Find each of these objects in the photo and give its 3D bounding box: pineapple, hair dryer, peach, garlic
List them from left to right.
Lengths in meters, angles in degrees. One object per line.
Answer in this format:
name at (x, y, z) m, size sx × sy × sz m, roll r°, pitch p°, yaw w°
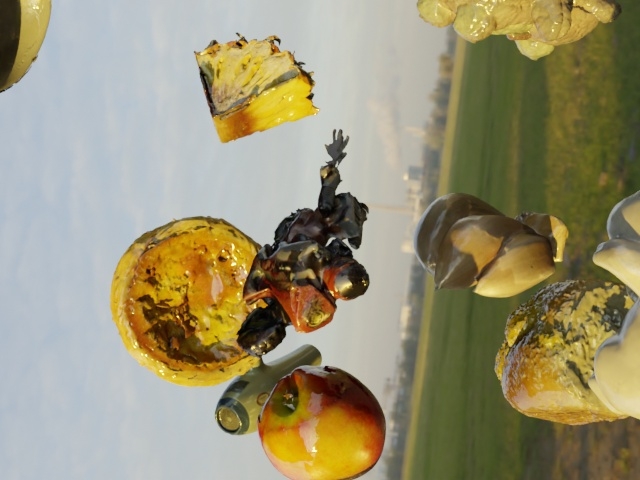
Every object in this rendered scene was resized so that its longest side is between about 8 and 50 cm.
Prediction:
pineapple at (-0.124, -0.256, 1.593) m, size 0.186 × 0.236 × 0.114 m, roll -64°, pitch -26°, yaw -26°
hair dryer at (-0.092, 0.216, 1.819) m, size 0.296 × 0.119 × 0.298 m, roll 5°, pitch -94°, yaw -59°
peach at (0.010, 0.285, 1.425) m, size 0.197 × 0.197 × 0.197 m, roll 7°, pitch -90°, yaw -83°
garlic at (0.318, 0.001, 1.837) m, size 0.325 × 0.279 × 0.132 m, roll -9°, pitch -62°, yaw -36°

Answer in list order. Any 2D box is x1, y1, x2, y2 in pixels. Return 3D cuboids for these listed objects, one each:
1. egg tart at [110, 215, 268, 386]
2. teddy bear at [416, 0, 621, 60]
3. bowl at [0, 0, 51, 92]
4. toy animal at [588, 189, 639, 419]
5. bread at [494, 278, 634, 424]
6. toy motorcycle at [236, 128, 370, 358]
egg tart at (-0.205, 0.098, 1.543) m, size 0.115 × 0.290 × 0.290 m, roll 179°, pitch 99°, yaw -67°
teddy bear at (0.276, -0.344, 1.318) m, size 0.236 × 0.267 × 0.151 m, roll 43°, pitch 120°, yaw 48°
bowl at (-0.388, -0.261, 1.032) m, size 0.189 × 0.086 × 0.189 m, roll 19°, pitch -90°, yaw -73°
toy animal at (0.357, 0.024, 0.854) m, size 0.325 × 0.208 × 0.154 m, roll -58°, pitch 10°, yaw 0°
bread at (0.357, 0.156, 1.343) m, size 0.246 × 0.176 × 0.195 m, roll 133°, pitch 152°, yaw -71°
toy motorcycle at (0.000, 0.000, 1.447) m, size 0.134 × 0.207 × 0.401 m, roll 49°, pitch -139°, yaw -32°
